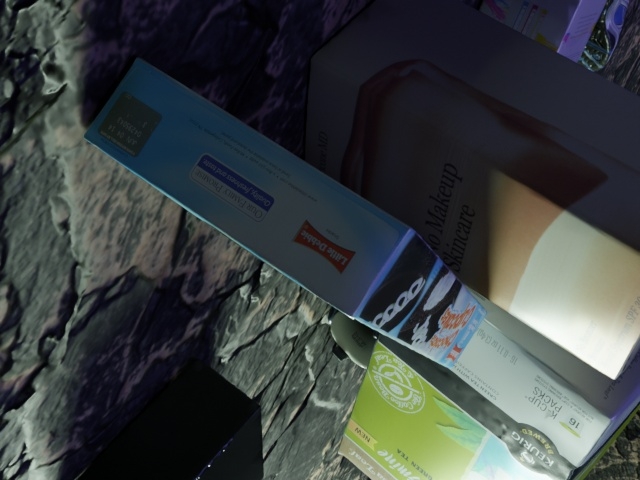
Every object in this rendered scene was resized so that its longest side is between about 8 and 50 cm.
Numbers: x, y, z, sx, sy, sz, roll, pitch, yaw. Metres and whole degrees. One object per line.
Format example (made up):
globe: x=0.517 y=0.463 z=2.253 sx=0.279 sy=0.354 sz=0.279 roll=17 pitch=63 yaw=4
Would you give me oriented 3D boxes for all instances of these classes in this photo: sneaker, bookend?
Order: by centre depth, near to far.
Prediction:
bookend: x=-0.125 y=0.207 z=0.870 sx=0.156 sy=0.072 sz=0.157 roll=-46 pitch=158 yaw=-26
sneaker: x=0.071 y=0.079 z=1.116 sx=0.153 sy=0.094 sz=0.235 roll=-47 pitch=164 yaw=-12
sneaker: x=0.327 y=-0.277 z=1.185 sx=0.081 sy=0.080 sz=0.211 roll=-46 pitch=159 yaw=-20

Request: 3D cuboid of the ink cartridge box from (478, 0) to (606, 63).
ink cartridge box: x=0.210 y=-0.218 z=0.983 sx=0.092 sy=0.090 sz=0.143 roll=-27 pitch=144 yaw=-55

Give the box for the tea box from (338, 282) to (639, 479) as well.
tea box: x=0.222 y=0.102 z=1.025 sx=0.329 sy=0.220 sz=0.323 roll=-37 pitch=154 yaw=-37

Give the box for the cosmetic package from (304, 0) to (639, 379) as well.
cosmetic package: x=0.141 y=-0.051 z=0.771 sx=0.129 sy=0.296 sz=0.153 roll=-45 pitch=156 yaw=-28

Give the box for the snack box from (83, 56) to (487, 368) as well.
snack box: x=0.000 y=0.000 z=0.677 sx=0.060 sy=0.187 sz=0.322 roll=-56 pitch=160 yaw=-1
